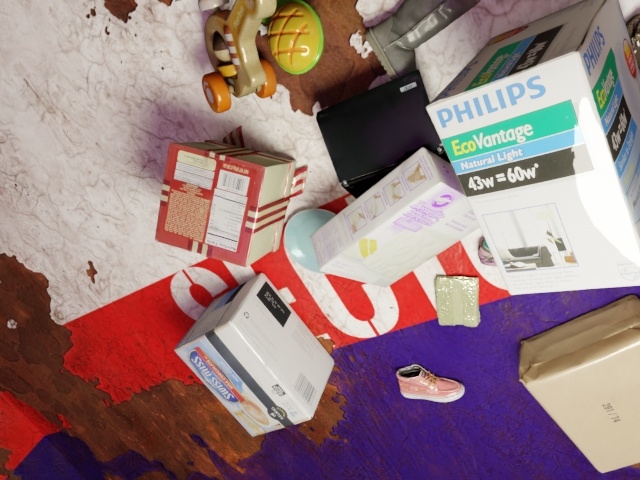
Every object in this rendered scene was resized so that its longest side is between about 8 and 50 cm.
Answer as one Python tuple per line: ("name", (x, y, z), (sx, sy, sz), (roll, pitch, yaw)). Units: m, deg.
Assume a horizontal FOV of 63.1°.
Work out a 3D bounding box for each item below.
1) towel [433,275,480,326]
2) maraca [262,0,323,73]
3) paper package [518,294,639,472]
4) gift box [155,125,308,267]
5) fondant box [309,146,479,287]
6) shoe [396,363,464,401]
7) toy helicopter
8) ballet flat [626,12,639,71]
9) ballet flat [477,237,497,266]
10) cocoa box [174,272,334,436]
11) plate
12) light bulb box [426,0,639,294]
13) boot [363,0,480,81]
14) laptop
("towel", (0.338, 0.151, 1.290), (0.109, 0.027, 0.148), (0, 119, 19))
("maraca", (-0.059, -0.426, 1.048), (0.127, 0.099, 0.186), (-29, 82, 31))
("paper package", (0.683, 0.332, 1.200), (0.309, 0.168, 0.325), (-35, 103, 31))
("gift box", (-0.189, -0.110, 1.181), (0.254, 0.258, 0.277), (20, 103, 8))
("fondant box", (0.175, -0.031, 1.122), (0.238, 0.096, 0.330), (17, 135, -43))
("shoe", (0.295, 0.386, 1.416), (0.177, 0.063, 0.081), (-6, 122, 26))
("toy helicopter", (-0.160, -0.411, 0.989), (0.235, 0.140, 0.355), (66, 158, -2))
("ballet flat", (0.562, -0.280, 0.949), (0.084, 0.058, 0.250), (8, 121, 14))
("ballet flat", (0.466, 0.043, 1.167), (0.221, 0.077, 0.079), (9, 140, 19))
("cocoa box", (-0.171, 0.315, 1.425), (0.227, 0.231, 0.347), (-28, 107, 30))
("plate", (0.000, 0.000, 1.314), (0.188, 0.024, 0.188), (8, 121, 14))
("light bulb box", (0.400, -0.162, 0.869), (0.225, 0.358, 0.361), (-12, 116, 42))
("boot", (0.210, -0.396, 0.998), (0.208, 0.076, 0.190), (-31, 108, 23))
("laptop", (0.155, -0.193, 1.113), (0.234, 0.137, 0.264), (-16, 154, 26))
